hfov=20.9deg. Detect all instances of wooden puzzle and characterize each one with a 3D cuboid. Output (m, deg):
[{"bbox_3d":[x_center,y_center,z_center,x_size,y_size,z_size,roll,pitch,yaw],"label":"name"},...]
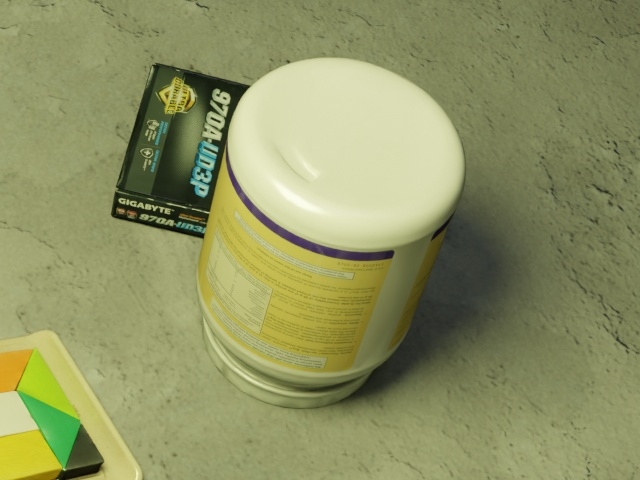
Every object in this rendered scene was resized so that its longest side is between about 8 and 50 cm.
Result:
[{"bbox_3d":[-0.320,0.184,1.729,0.238,0.044,0.221,-11,53,-41],"label":"wooden puzzle"}]

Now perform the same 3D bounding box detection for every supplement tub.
[{"bbox_3d":[0.000,0.000,1.807,0.241,0.331,0.241,8,49,-9],"label":"supplement tub"}]

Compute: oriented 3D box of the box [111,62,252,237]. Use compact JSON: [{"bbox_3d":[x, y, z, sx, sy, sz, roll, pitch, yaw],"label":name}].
[{"bbox_3d":[-0.138,-0.101,2.042,0.175,0.051,0.220,14,48,-3],"label":"box"}]
